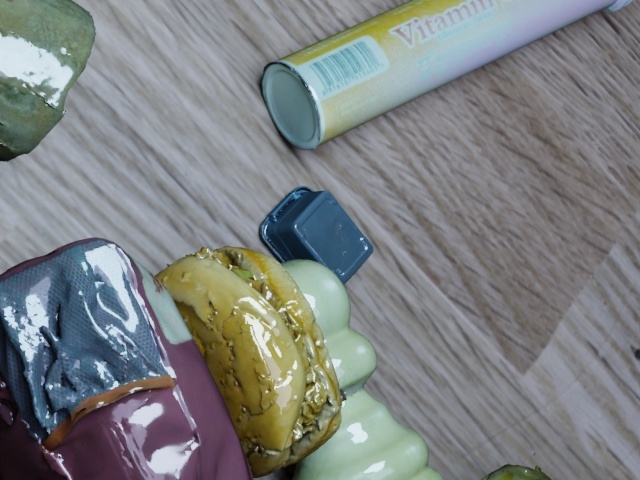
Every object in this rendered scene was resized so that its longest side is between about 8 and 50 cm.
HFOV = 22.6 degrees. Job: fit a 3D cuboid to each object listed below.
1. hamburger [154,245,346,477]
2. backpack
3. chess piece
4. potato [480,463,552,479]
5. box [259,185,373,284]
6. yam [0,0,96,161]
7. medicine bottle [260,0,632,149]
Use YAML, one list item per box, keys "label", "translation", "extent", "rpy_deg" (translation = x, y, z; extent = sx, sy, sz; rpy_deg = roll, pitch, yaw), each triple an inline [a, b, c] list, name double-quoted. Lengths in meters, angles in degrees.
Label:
- label: "hamburger"
  translation: [-0.079, 0.107, 1.396]
  extent: [0.108, 0.214, 0.213]
  rpy_deg: [-22, 96, -42]
- label: "backpack"
  translation: [-0.164, 0.170, 1.267]
  extent: [0.197, 0.283, 0.317]
  rpy_deg: [-28, 88, -8]
- label: "chess piece"
  translation: [0.003, 0.140, 1.479]
  extent: [0.144, 0.144, 0.251]
  rpy_deg: [-23, 89, -30]
- label: "potato"
  translation: [0.209, 0.342, 1.584]
  extent: [0.149, 0.113, 0.251]
  rpy_deg: [-28, 107, -37]
- label: "box"
  translation: [0.000, 0.000, 1.530]
  extent: [0.074, 0.054, 0.099]
  rpy_deg: [-47, 108, -23]
- label: "yam"
  translation: [-0.333, -0.178, 1.301]
  extent: [0.268, 0.161, 0.161]
  rpy_deg: [24, 73, -24]
- label: "medicine bottle"
  translation: [0.135, -0.214, 1.606]
  extent: [0.426, 0.108, 0.108]
  rpy_deg: [-26, 98, -28]
